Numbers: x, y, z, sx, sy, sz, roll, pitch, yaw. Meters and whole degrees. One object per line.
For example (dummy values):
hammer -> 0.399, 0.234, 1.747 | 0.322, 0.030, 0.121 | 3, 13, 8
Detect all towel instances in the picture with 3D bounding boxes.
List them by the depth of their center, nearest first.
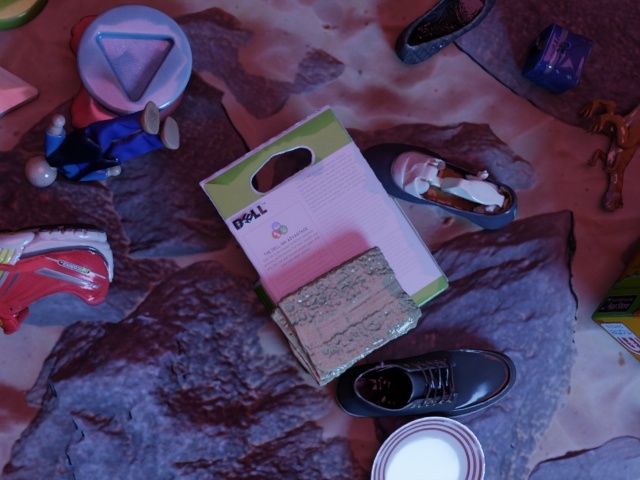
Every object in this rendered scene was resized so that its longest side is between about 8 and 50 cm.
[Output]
towel -> 0.029, 0.082, 1.514 | 0.148, 0.027, 0.110 | -32, 88, -10

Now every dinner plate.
dinner plate -> 0.126, 0.272, 1.593 | 0.141, 0.017, 0.141 | -3, 103, -12

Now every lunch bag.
lunch bag -> 0.286, -0.224, 1.656 | 0.065, 0.098, 0.067 | 23, 85, -3

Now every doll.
doll -> -0.260, -0.106, 1.538 | 0.189, 0.129, 0.046 | -18, 57, 25

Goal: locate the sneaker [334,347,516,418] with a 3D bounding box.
sneaker -> 0.134, 0.171, 1.571 | 0.222, 0.118, 0.083 | -8, 84, -10

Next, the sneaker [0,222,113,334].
sneaker -> -0.372, 0.049, 1.515 | 0.278, 0.107, 0.118 | -6, 93, -8

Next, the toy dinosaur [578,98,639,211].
toy dinosaur -> 0.386, -0.140, 1.690 | 0.112, 0.064, 0.212 | 29, 88, -23

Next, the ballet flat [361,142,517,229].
ballet flat -> 0.147, -0.071, 1.629 | 0.203, 0.074, 0.074 | 21, 80, -6

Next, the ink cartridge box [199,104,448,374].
ink cartridge box -> 0.000, 0.000, 1.583 | 0.188, 0.097, 0.255 | -32, 88, -11

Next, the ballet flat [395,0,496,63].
ballet flat -> 0.164, -0.277, 1.667 | 0.173, 0.049, 0.057 | -42, 92, -12

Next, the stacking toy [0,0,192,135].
stacking toy -> -0.291, -0.274, 1.552 | 0.279, 0.130, 0.309 | -9, 84, -11

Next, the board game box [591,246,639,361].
board game box -> 0.606, 0.057, 1.515 | 0.356, 0.356, 0.356 | 40, 77, -11
